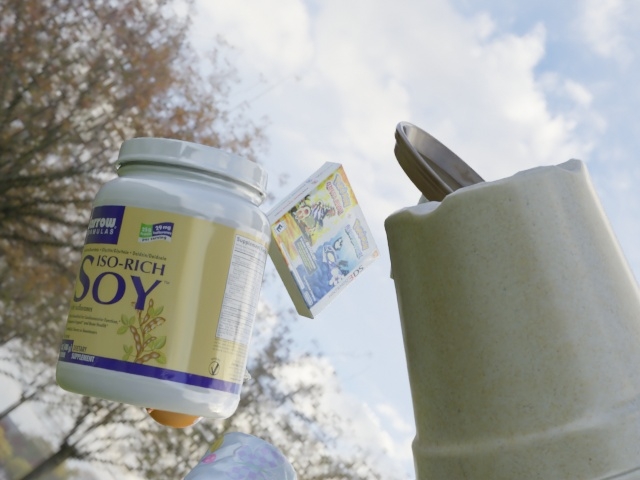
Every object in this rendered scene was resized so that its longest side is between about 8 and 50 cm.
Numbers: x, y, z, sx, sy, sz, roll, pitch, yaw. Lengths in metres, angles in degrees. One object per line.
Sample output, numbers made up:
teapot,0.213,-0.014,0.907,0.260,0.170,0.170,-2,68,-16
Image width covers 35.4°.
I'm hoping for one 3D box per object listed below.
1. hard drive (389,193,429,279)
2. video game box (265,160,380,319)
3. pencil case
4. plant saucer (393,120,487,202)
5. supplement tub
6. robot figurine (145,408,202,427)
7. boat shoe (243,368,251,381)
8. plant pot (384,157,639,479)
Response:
hard drive,0.280,0.005,1.947,0.233,0.047,0.353,8,-27,-4
video game box,0.000,0.000,1.719,0.048,0.187,0.205,11,-44,46
pencil case,-0.131,0.303,1.008,0.124,0.273,0.113,17,-61,20
plant saucer,0.209,-0.072,1.497,0.278,0.041,0.278,37,18,-15
supplement tub,-0.198,0.053,1.323,0.241,0.331,0.241,10,-10,2
robot figurine,-0.248,0.253,1.777,0.158,0.128,0.219,29,11,-6
boat shoe,-0.141,0.201,1.577,0.135,0.050,0.045,82,-11,-75
plant pot,0.213,0.088,1.065,0.334,0.334,0.305,-21,-96,68
